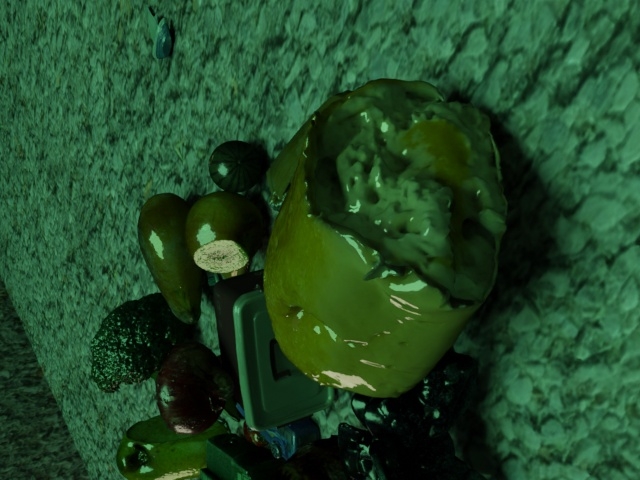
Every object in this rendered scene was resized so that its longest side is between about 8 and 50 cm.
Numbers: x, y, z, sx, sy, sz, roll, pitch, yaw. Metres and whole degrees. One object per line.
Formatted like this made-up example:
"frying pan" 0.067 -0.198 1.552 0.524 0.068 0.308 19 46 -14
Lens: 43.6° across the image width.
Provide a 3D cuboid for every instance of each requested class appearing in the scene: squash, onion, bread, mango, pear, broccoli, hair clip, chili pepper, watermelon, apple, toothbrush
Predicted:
"squash" -0.247 0.355 1.941 0.184 0.085 0.192 34 163 11
"onion" -0.228 0.282 1.520 0.147 0.184 0.184 -2 104 20
"bread" 0.052 0.014 1.087 0.394 0.250 0.361 121 159 -48
"mango" -0.337 0.042 1.875 0.193 0.146 0.316 -151 45 -71
"pear" -0.381 0.547 2.056 0.238 0.255 0.164 6 107 50
"broccoli" -0.449 0.279 2.087 0.297 0.297 0.297 26 162 50
"hair clip" 0.145 0.310 1.185 0.194 0.206 0.310 -168 65 -74
"chili pepper" -0.145 0.442 1.840 0.191 0.050 0.059 -3 104 69
"watermelon" -0.165 -0.146 1.567 0.133 0.105 0.105 176 80 -74
"apple" -0.193 -0.019 1.619 0.147 0.146 0.163 4 73 30
"bread" -0.194 0.040 1.740 0.082 0.056 0.115 56 143 28
"toothbrush" -0.218 0.202 1.831 0.030 0.030 0.304 -40 61 55

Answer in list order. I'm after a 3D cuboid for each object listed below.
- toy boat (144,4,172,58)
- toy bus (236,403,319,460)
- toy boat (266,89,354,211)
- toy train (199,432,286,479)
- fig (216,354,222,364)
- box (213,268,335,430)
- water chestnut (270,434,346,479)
"toy boat" -0.380 -0.471 1.827 0.149 0.034 0.105 37 130 43
"toy bus" -0.095 0.385 1.713 0.236 0.079 0.094 31 127 47
"toy boat" 0.006 -0.137 1.338 0.121 0.089 0.321 62 144 9
"toy train" -0.174 0.558 1.867 0.330 0.138 0.178 9 101 58
"fig" -0.203 0.323 1.864 0.125 0.089 0.089 54 150 -14
"box" -0.097 0.196 1.543 0.167 0.193 0.294 24 124 56
"water chestnut" 0.023 0.514 1.382 0.350 0.302 0.350 35 133 50
